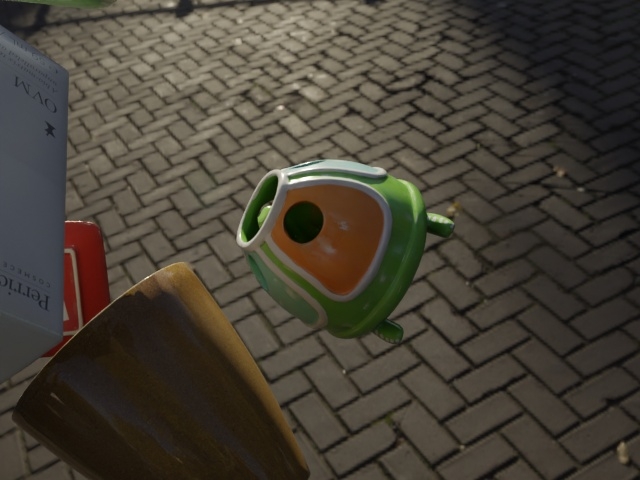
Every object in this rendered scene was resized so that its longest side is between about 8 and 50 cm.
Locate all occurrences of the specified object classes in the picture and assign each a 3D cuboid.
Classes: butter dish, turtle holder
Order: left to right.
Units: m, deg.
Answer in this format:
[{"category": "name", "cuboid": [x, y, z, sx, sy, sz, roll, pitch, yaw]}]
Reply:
[{"category": "butter dish", "cuboid": [-0.330, 0.053, 0.950, 0.160, 0.160, 0.118, -4, 9, -5]}, {"category": "turtle holder", "cuboid": [0.010, -0.013, 1.095, 0.227, 0.243, 0.320, 23, 22, -19]}]

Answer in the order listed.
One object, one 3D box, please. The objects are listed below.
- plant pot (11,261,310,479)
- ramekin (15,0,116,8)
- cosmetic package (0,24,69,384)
[{"category": "plant pot", "cuboid": [-0.139, 0.193, 0.819, 0.254, 0.237, 0.237, 44, 56, 7]}, {"category": "ramekin", "cuboid": [-0.241, -0.351, 0.684, 0.148, 0.303, 0.303, 10, 40, -1]}, {"category": "cosmetic package", "cuboid": [-0.266, -0.045, 0.419, 0.138, 0.224, 0.224, -31, 49, 23]}]
